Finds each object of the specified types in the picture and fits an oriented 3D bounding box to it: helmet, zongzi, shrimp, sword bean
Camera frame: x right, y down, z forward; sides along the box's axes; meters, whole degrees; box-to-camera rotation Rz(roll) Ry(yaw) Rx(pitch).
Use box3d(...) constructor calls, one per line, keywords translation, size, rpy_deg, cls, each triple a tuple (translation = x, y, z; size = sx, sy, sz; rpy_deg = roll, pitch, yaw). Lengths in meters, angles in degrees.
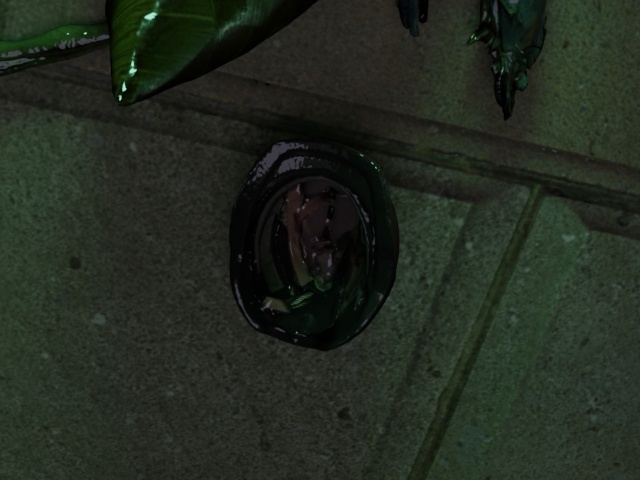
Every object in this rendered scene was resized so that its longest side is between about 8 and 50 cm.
box3d(translation=(0.000, 0.000, 1.629), size=(0.198, 0.154, 0.253), rpy_deg=(14, 104, 10), cls="helmet")
box3d(translation=(-0.022, -0.296, 1.270), size=(0.403, 0.432, 0.208), rpy_deg=(-29, 117, 12), cls="zongzi")
box3d(translation=(0.161, -0.273, 1.511), size=(0.178, 0.075, 0.289), rpy_deg=(4, 124, 3), cls="shrimp")
box3d(translation=(-0.276, -0.220, 1.535), size=(0.269, 0.038, 0.043), rpy_deg=(-13, 148, 5), cls="sword bean")
